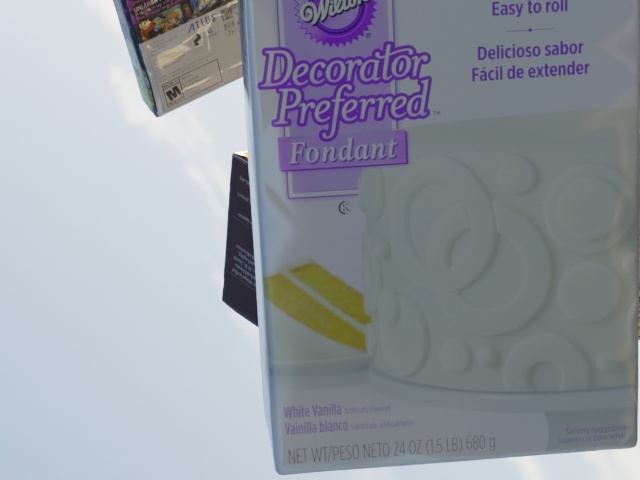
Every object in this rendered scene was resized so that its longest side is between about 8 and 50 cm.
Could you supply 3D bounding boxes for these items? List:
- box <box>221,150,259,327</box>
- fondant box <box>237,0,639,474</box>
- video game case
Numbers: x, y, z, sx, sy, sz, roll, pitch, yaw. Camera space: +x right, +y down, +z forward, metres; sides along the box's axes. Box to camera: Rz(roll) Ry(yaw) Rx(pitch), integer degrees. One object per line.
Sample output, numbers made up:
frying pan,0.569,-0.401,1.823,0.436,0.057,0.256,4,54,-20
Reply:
box,0.000,0.000,1.876,0.168,0.203,0.167,-15,-149,-36
fondant box,0.075,-0.026,1.003,0.096,0.238,0.330,-108,15,-75
video game case,-0.067,-0.238,1.321,0.042,0.232,0.210,47,158,43
